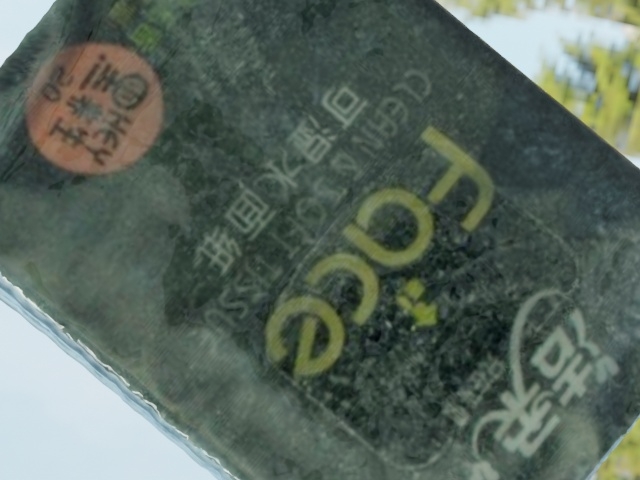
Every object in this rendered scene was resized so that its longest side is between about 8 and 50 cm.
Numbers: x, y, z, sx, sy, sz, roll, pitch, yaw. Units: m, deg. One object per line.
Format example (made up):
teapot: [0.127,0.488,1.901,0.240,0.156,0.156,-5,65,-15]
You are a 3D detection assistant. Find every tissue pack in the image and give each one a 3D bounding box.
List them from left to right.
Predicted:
tissue pack: [0.000,0.000,0.872,0.315,0.228,0.103,40,171,1]
